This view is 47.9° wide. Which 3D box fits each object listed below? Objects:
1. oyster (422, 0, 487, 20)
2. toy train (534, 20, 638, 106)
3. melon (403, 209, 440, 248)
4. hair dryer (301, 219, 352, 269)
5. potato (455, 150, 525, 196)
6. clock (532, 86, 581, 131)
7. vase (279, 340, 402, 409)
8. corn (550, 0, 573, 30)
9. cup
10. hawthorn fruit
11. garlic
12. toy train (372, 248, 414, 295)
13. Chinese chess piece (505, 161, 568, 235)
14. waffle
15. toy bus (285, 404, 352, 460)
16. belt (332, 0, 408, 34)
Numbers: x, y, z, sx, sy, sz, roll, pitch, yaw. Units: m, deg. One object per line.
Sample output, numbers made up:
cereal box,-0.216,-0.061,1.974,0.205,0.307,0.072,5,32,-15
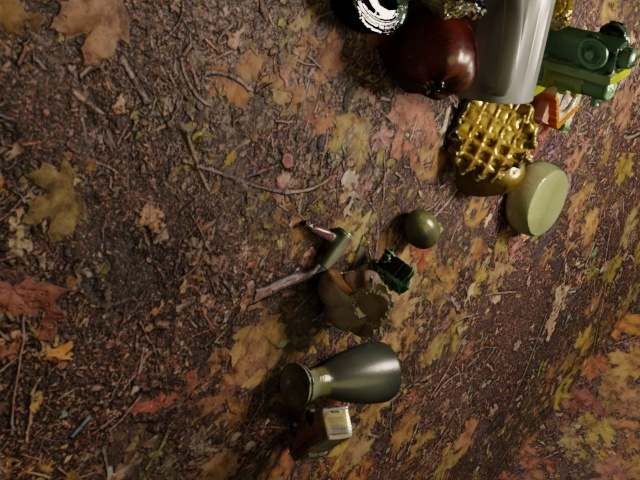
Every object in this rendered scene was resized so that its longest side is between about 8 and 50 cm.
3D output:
oyster,0.270,-0.577,1.601,0.260,0.198,0.092,16,140,-17
toy train,0.665,-0.482,1.952,0.150,0.369,0.237,-29,133,-33
melon,0.280,-0.031,1.993,0.098,0.098,0.130,-49,142,-16
hair dryer,0.002,-0.007,1.760,0.106,0.054,0.154,-52,129,-6
potato,0.517,-0.200,2.116,0.204,0.158,0.178,-1,110,-42
clock,0.760,-0.477,2.257,0.220,0.106,0.255,7,106,-48
vase,0.051,0.369,1.927,0.321,0.173,0.173,-1,111,-40
corn,0.594,-0.672,1.884,0.102,0.102,0.312,38,46,-50
cup,0.441,-0.508,1.758,0.323,0.237,0.326,-78,175,-65
hawthorn fruit,0.269,-0.462,1.686,0.208,0.208,0.248,17,75,-50
garlic,0.115,0.113,1.824,0.207,0.207,0.256,36,76,-50
toy train,0.198,0.092,1.944,0.071,0.111,0.170,-48,158,-12
Chinese chess piece,0.716,-0.139,2.395,0.250,0.101,0.250,-24,127,-37
waffle,0.476,-0.302,2.001,0.262,0.060,0.280,-19,100,-4
toy bus,-0.006,0.498,1.864,0.092,0.106,0.268,0,152,-25
belt,0.112,-0.527,1.562,0.198,0.078,0.151,17,94,-47
